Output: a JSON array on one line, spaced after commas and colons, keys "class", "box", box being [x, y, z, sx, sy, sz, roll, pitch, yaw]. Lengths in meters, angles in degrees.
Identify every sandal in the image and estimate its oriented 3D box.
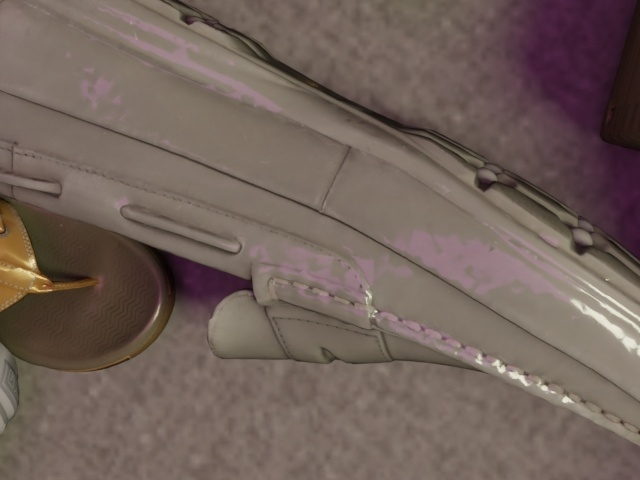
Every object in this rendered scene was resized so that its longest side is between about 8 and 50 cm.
[{"class": "sandal", "box": [-0.148, 0.000, 0.495, 0.180, 0.049, 0.072, 29, 96, 5]}]

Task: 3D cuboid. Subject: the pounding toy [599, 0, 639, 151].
[{"class": "pounding toy", "box": [0.168, -0.125, 0.422, 0.181, 0.094, 0.206, 15, 94, 1]}]

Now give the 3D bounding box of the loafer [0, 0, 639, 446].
[{"class": "loafer", "box": [0.000, 0.000, 0.451, 0.319, 0.112, 0.111, 29, 101, 11]}]

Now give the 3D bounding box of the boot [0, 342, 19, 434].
[{"class": "boot", "box": [-0.260, 0.054, 0.466, 0.258, 0.095, 0.123, 20, 54, 5]}]
